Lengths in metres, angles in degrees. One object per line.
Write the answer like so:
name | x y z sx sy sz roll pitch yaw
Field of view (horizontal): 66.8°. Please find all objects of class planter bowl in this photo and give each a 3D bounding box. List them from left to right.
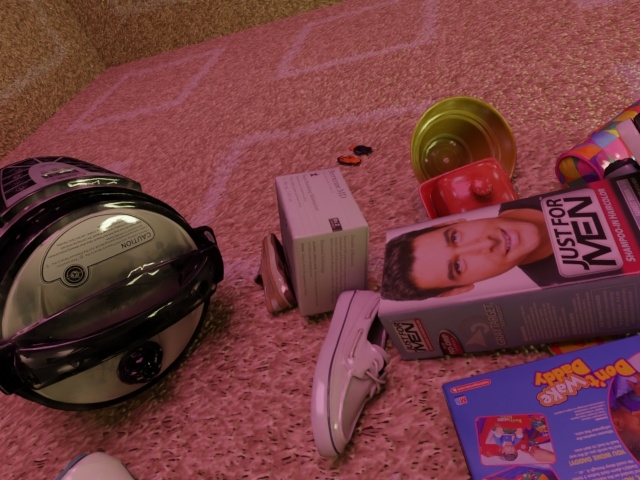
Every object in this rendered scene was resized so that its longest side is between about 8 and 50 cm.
planter bowl | 0.265 -0.165 0.960 0.217 0.217 0.090 -30 3 -10

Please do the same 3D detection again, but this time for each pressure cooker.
pressure cooker | -0.392 0.070 0.824 0.420 0.375 0.369 20 80 41

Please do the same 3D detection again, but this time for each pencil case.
pencil case | 0.535 -0.167 0.864 0.236 0.104 0.104 -32 39 -12

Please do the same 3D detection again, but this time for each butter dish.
butter dish | 0.267 -0.072 0.829 0.160 0.118 0.159 -20 72 2

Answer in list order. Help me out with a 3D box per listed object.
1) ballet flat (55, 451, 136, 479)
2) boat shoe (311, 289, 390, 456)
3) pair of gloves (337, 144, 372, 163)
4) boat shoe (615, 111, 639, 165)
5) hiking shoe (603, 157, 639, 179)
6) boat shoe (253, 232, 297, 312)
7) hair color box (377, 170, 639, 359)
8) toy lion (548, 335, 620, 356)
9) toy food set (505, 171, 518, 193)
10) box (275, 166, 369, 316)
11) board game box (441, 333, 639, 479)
ballet flat | -0.351 0.447 0.556 0.139 0.139 0.400 6 45 31
boat shoe | 0.056 0.177 0.696 0.088 0.096 0.267 -6 34 22
pair of gloves | 0.085 -0.213 1.205 0.074 0.010 0.083 19 51 42
boat shoe | 0.498 -0.051 0.596 0.091 0.302 0.114 -39 7 39
hiking shoe | 0.576 -0.071 0.682 0.304 0.132 0.113 -6 1 44
boat shoe | -0.097 0.060 0.931 0.072 0.068 0.190 -30 37 9
hair color box | 0.281 0.042 0.689 0.375 0.113 0.185 -14 38 24
toy lion | 0.358 0.132 0.651 0.096 0.034 0.100 -5 40 32
toy food set | 0.324 -0.085 0.900 0.083 0.020 0.082 -27 75 -3
box | 0.000 0.000 0.835 0.119 0.182 0.181 -10 40 -9
board game box | 0.333 0.226 0.509 0.347 0.078 0.233 -16 38 8
